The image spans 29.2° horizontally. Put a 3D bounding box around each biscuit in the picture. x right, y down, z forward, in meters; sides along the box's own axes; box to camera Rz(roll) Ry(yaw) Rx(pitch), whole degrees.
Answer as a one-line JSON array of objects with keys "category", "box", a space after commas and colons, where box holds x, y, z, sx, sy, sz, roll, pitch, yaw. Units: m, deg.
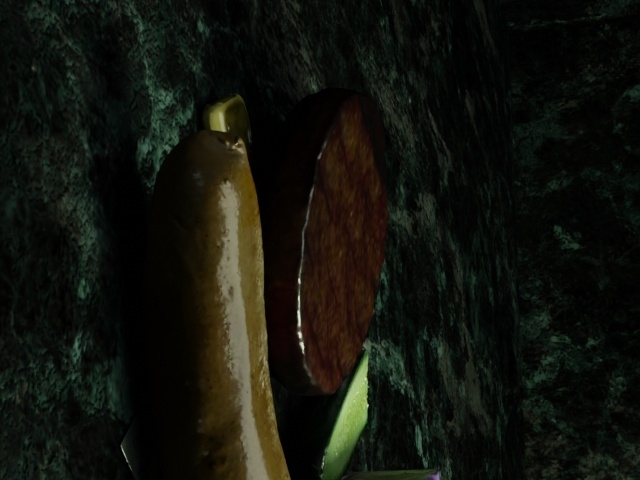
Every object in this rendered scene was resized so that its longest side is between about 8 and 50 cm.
[{"category": "biscuit", "box": [0.000, 0.000, 1.607, 0.407, 0.091, 0.407, 6, 90, -74]}]

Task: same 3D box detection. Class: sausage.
[{"category": "sausage", "box": [-0.104, 0.142, 1.223, 0.123, 0.136, 0.501, -172, -107, -86]}]

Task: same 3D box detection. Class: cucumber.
[{"category": "cucumber", "box": [0.012, 0.251, 1.671, 0.244, 0.063, 0.115, -56, 146, -64]}]

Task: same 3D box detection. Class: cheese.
[{"category": "cheese", "box": [-0.102, -0.090, 1.475, 0.086, 0.036, 0.162, -47, 128, -66]}]

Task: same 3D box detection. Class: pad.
[{"category": "pad", "box": [-0.144, 0.195, 1.303, 0.245, 0.006, 0.170, -68, 147, -55]}]

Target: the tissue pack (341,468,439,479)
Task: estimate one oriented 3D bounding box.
[{"category": "tissue pack", "box": [0.073, 0.490, 1.625, 0.242, 0.160, 0.338, 1, 84, -66]}]
